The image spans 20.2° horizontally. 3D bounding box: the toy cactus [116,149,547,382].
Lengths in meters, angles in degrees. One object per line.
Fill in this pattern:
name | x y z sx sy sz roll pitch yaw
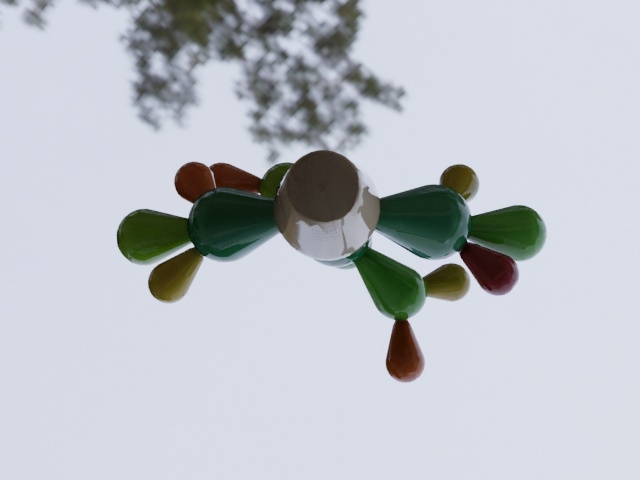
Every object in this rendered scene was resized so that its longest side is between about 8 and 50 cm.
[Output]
toy cactus | 0.000 0.000 0.878 0.219 0.180 0.112 10 -99 5
